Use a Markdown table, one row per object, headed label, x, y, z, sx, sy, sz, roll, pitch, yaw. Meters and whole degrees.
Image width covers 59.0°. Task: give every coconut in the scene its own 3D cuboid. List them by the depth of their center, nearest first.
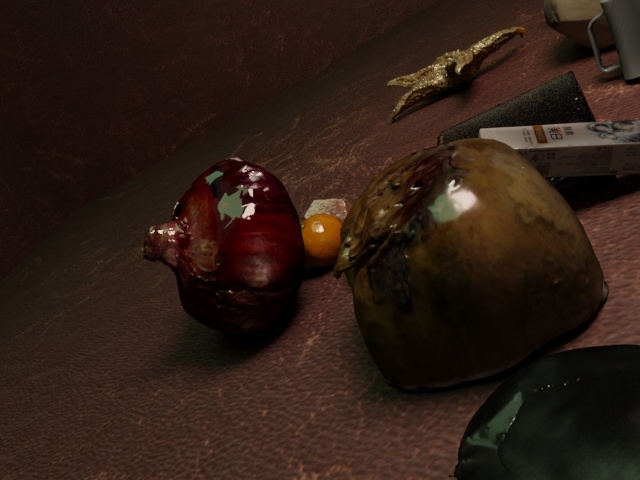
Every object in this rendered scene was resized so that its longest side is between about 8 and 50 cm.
| label | x | y | z | sx | sy | sz | roll | pitch | yaw |
| --- | --- | --- | --- | --- | --- | --- | --- | --- | --- |
| coconut | 0.486 | -0.441 | 0.974 | 0.222 | 0.202 | 0.202 | -29 | 22 | -5 |

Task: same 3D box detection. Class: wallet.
| label | x | y | z | sx | sy | sz | roll | pitch | yaw |
| --- | --- | --- | --- | --- | --- | --- | --- | --- | --- |
| wallet | 0.266 | -0.124 | 0.781 | 0.221 | 0.071 | 0.262 | -20 | 32 | 26 |

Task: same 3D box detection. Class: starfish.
| label | x | y | z | sx | sy | sz | roll | pitch | yaw |
| --- | --- | --- | --- | --- | --- | --- | --- | --- | --- |
| starfish | 0.264 | -0.357 | 1.245 | 0.294 | 0.084 | 0.301 | -12 | 26 | 49 |

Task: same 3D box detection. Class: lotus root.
| label | x | y | z | sx | sy | sz | roll | pitch | yaw |
| --- | --- | --- | --- | --- | --- | --- | --- | --- | --- |
| lotus root | 0.120 | 0.007 | 0.567 | 0.272 | 0.192 | 0.272 | -30 | 28 | 18 |

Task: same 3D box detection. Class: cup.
| label | x | y | z | sx | sy | sz | roll | pitch | yaw |
| --- | --- | --- | --- | --- | --- | --- | --- | --- | --- |
| cup | 0.460 | -0.306 | 0.822 | 0.128 | 0.129 | 0.095 | -14 | 22 | 45 |

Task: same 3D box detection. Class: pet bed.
| label | x | y | z | sx | sy | sz | roll | pitch | yaw |
| --- | --- | --- | --- | --- | --- | --- | --- | --- | --- |
| pet bed | 0.179 | 0.141 | 0.356 | 0.201 | 0.053 | 0.201 | -26 | 23 | 12 |

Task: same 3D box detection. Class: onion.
| label | x | y | z | sx | sy | sz | roll | pitch | yaw |
| --- | --- | --- | --- | --- | --- | --- | --- | --- | --- |
| onion | -0.134 | 0.012 | 0.788 | 0.219 | 0.252 | 0.252 | 4 | 0 | -34 |

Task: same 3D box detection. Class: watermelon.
| label | x | y | z | sx | sy | sz | roll | pitch | yaw |
| --- | --- | --- | --- | --- | --- | --- | --- | --- | --- |
| watermelon | 0.019 | -0.038 | 0.924 | 0.085 | 0.072 | 0.092 | -11 | 21 | 6 |

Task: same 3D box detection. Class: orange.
| label | x | y | z | sx | sy | sz | roll | pitch | yaw |
| --- | --- | --- | --- | --- | --- | --- | --- | --- | --- |
| orange | 0.000 | -0.001 | 0.852 | 0.084 | 0.083 | 0.083 | -27 | 23 | 12 |

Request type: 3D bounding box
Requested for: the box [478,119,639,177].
| label | x | y | z | sx | sy | sz | roll | pitch | yaw |
| --- | --- | --- | --- | --- | --- | --- | --- | --- | --- |
| box | 0.286 | -0.100 | 0.619 | 0.218 | 0.039 | 0.055 | -2 | 37 | 11 |
